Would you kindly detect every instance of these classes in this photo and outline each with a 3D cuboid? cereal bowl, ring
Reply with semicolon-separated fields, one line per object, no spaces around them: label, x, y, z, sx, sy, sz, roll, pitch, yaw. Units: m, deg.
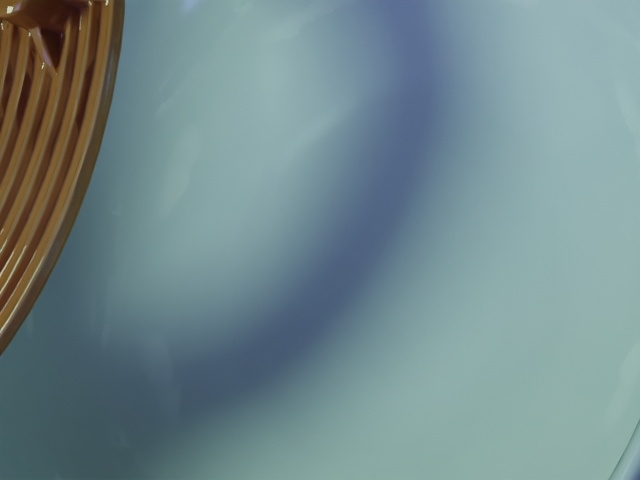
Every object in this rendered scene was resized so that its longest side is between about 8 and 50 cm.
cereal bowl;0.000;0.000;0.485;0.339;0.339;0.141;-8;164;34
ring;-0.209;-0.064;0.540;0.336;0.337;0.032;-6;165;33

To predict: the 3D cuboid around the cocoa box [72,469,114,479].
cocoa box;-0.072;0.198;0.703;0.228;0.231;0.347;24;135;9
